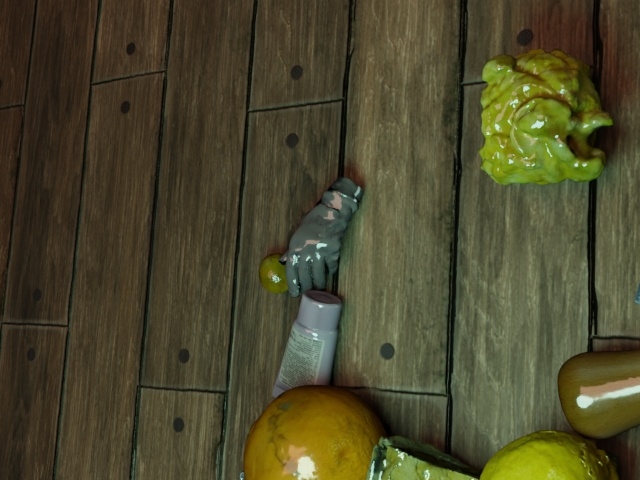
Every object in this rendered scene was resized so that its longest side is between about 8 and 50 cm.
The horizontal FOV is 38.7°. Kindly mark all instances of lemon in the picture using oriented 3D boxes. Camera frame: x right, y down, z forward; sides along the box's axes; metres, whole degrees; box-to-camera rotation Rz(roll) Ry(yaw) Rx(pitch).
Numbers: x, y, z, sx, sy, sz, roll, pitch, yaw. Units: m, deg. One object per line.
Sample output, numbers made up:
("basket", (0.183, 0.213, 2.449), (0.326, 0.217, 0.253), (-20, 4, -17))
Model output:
("lemon", (0.386, 0.431, 1.564), (0.260, 0.204, 0.204), (-24, 67, 4))

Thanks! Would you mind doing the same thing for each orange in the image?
("orange", (-0.007, 0.439, 1.810), (0.312, 0.312, 0.312), (-7, 78, 33))
("orange", (-0.099, 0.072, 2.069), (0.085, 0.085, 0.095), (-31, 58, 26))

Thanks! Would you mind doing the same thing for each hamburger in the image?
("hamburger", (0.206, 0.500, 1.687), (0.211, 0.308, 0.132), (-68, 15, -1))

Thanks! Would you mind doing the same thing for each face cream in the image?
("face cream", (-0.023, 0.251, 1.991), (0.154, 0.096, 0.274), (23, 108, 32))

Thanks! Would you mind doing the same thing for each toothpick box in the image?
("toothpick box", (0.562, 0.237, 1.536), (0.294, 0.192, 0.192), (-21, 70, 36))

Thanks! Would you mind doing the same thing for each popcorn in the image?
("popcorn", (0.414, -0.230, 1.692), (0.241, 0.235, 0.250), (-3, 99, 10))

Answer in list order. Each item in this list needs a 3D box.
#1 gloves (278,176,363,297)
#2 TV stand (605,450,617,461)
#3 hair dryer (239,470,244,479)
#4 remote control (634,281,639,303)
("gloves", (-0.003, -0.007, 1.995), (0.142, 0.119, 0.286), (22, 94, 36))
("TV stand", (0.479, 0.498, 1.630), (0.042, 0.036, 0.249), (22, 94, 36))
("hair dryer", (-0.146, 0.549, 2.044), (0.026, 0.047, 0.083), (-25, 87, 37))
("remote control", (0.605, 0.044, 1.633), (0.043, 0.027, 0.153), (17, 93, 29))
